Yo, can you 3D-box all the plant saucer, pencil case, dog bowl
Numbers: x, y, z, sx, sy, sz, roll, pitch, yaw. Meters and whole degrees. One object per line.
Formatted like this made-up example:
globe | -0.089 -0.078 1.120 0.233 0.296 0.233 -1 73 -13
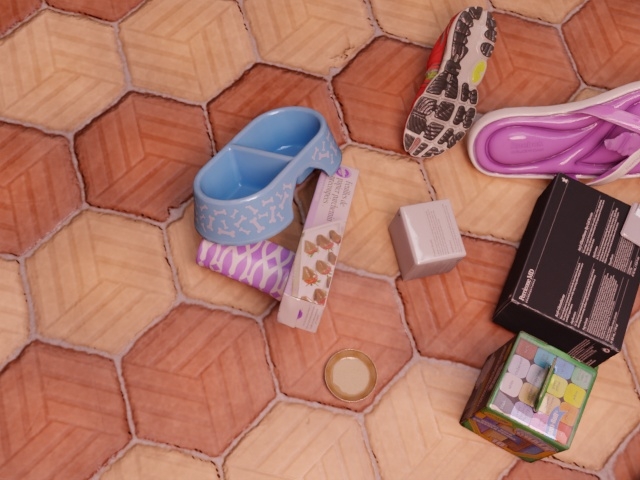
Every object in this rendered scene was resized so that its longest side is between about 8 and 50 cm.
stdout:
plant saucer | 0.048 0.212 1.364 0.083 0.015 0.083 2 71 -6
pencil case | -0.098 0.041 1.370 0.206 0.088 0.086 25 55 4
dog bowl | -0.086 -0.112 1.370 0.166 0.074 0.297 15 47 29

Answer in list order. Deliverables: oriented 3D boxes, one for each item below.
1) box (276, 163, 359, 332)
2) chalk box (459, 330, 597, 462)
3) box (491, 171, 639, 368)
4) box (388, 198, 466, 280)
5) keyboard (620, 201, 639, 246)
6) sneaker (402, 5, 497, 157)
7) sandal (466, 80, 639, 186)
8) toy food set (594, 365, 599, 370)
box | 0.000 0.000 1.337 0.063 0.067 0.324 18 44 -2
chalk box | 0.312 0.230 1.283 0.132 0.213 0.132 28 70 4
box | 0.413 0.046 1.409 0.184 0.103 0.261 27 63 1
box | 0.171 0.000 1.409 0.087 0.102 0.101 -10 73 -12
keyboard | 0.603 0.029 1.396 0.256 0.014 0.072 31 68 2
sneaker | 0.220 -0.270 1.514 0.107 0.118 0.279 25 91 -16
sandal | 0.456 -0.157 1.440 0.416 0.169 0.102 -9 29 11
toy food set | 0.428 0.176 1.419 0.082 0.020 0.083 -36 79 -17
